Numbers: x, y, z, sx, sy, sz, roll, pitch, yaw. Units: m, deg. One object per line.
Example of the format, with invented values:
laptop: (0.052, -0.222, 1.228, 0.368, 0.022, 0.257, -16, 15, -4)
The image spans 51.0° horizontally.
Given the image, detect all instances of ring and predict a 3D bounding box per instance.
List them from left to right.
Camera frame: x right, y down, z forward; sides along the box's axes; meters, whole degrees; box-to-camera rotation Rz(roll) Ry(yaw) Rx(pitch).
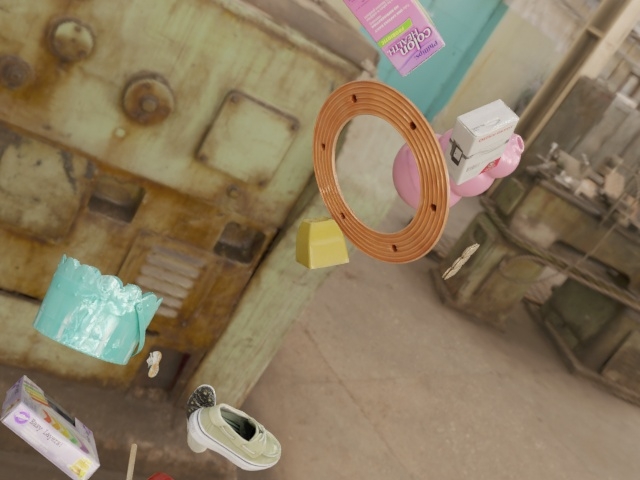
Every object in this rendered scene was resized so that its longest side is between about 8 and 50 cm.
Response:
ring: (0.104, -0.120, 1.201, 0.032, 0.337, 0.336, -23, 55, -36)

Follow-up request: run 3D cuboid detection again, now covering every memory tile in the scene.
memory tile: (0.372, 0.055, 1.777, 0.012, 0.113, 0.148, 42, 17, 14)

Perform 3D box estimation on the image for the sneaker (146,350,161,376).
sneaker: (-0.504, 0.372, 2.008, 0.032, 0.036, 0.083, 65, 27, -45)

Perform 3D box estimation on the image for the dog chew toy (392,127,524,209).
dog chew toy: (0.347, -0.192, 1.682, 0.206, 0.331, 0.207, 22, 60, -45)

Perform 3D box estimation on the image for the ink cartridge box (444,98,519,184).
ink cartridge box: (0.312, -0.194, 1.326, 0.109, 0.150, 0.063, -25, 63, -19)

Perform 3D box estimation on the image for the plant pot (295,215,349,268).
plant pot: (0.000, 0.000, 1.263, 0.081, 0.083, 0.081, -9, 13, -21)

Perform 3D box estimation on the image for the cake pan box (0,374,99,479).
cake pan box: (-0.658, 0.456, 1.637, 0.246, 0.070, 0.267, 49, -15, -16)

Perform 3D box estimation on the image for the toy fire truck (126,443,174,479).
toy fire truck: (-0.427, 0.623, 1.653, 0.246, 0.217, 0.158, 46, 39, 10)

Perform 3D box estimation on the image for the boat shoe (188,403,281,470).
boat shoe: (-0.179, 0.468, 1.586, 0.302, 0.094, 0.109, 38, 35, -44)

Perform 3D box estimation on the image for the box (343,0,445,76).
box: (0.143, -0.521, 1.478, 0.243, 0.117, 0.214, 43, 22, -28)

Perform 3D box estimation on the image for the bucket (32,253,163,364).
bucket: (-0.535, 0.168, 1.612, 0.281, 0.183, 0.281, 24, -9, 4)

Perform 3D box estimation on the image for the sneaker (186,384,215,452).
sneaker: (-0.343, 0.506, 1.945, 0.085, 0.237, 0.086, 12, 27, 1)
